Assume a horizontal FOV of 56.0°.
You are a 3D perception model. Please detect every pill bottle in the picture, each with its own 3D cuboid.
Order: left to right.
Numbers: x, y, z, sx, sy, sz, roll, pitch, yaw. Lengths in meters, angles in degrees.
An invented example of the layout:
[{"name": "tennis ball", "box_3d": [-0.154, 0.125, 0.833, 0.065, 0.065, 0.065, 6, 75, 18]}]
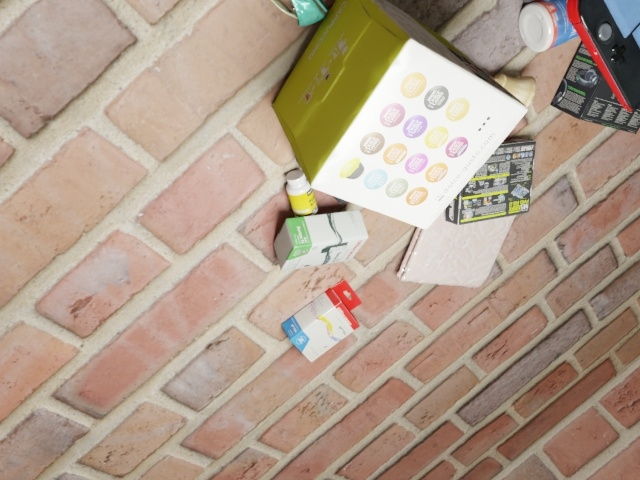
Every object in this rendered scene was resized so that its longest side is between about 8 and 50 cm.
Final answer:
[{"name": "pill bottle", "box_3d": [-0.050, -0.117, 1.512, 0.065, 0.065, 0.116, -25, 129, -9]}, {"name": "pill bottle", "box_3d": [0.624, -0.566, 1.506, 0.222, 0.124, 0.124, -24, 128, -10]}]

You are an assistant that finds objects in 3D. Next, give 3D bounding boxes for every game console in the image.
[{"name": "game console", "box_3d": [0.794, -0.564, 1.468, 0.386, 0.060, 0.342, -46, 108, -11]}]

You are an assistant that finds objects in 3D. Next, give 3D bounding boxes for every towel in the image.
[{"name": "towel", "box_3d": [0.417, -0.005, 1.813, 0.332, 0.053, 0.316, 7, 113, -30]}]

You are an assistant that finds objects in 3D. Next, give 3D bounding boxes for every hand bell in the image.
[{"name": "hand bell", "box_3d": [0.417, -0.415, 1.540, 0.242, 0.126, 0.126, 22, 110, -21]}]

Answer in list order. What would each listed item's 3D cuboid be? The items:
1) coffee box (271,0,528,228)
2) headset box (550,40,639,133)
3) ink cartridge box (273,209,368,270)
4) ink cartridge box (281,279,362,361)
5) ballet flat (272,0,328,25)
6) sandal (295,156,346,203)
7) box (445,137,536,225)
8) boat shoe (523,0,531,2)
[{"name": "coffee box", "box_3d": [0.146, -0.285, 1.290, 0.335, 0.338, 0.337, 18, 121, -33]}, {"name": "headset box", "box_3d": [0.822, -0.465, 1.665, 0.247, 0.131, 0.282, 4, 119, -28]}, {"name": "ink cartridge box", "box_3d": [0.000, 0.000, 1.562, 0.209, 0.086, 0.153, -9, 156, -21]}, {"name": "ink cartridge box", "box_3d": [0.020, 0.236, 1.773, 0.231, 0.078, 0.134, -37, 130, 0]}, {"name": "ballet flat", "box_3d": [-0.082, -0.533, 1.214, 0.087, 0.083, 0.247, -31, 129, 14]}, {"name": "sandal", "box_3d": [-0.008, -0.171, 1.486, 0.055, 0.097, 0.254, -22, 133, 23]}, {"name": "box", "box_3d": [0.480, -0.168, 1.697, 0.270, 0.060, 0.216, -10, 111, -25]}, {"name": "boat shoe", "box_3d": [0.445, -0.656, 1.377, 0.092, 0.102, 0.285, -25, 137, 34]}]
